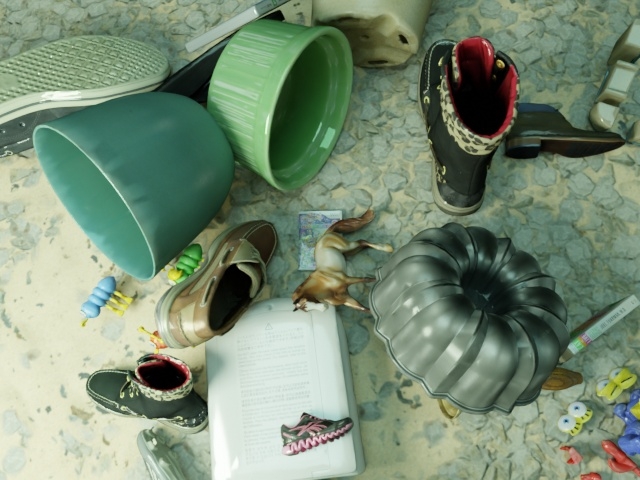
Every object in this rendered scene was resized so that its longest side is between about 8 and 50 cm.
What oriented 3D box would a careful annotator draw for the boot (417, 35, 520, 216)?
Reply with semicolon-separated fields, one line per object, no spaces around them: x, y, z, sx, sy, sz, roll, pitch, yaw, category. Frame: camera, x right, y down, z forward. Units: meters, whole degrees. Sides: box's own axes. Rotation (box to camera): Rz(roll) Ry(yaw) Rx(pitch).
0.258;-0.263;0.976;0.138;0.284;0.378;0;73;5;boot

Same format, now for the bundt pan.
0.252;0.101;0.863;0.330;0.124;0.331;11;47;-12;bundt pan

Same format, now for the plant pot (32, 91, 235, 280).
-0.292;-0.116;0.926;0.293;0.293;0.235;38;56;16;plant pot

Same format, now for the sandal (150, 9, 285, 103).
-0.241;-0.327;1.131;0.445;0.167;0.107;-42;115;-14;sandal

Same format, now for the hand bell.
0.329;0.235;0.917;0.242;0.126;0.126;0;71;-8;hand bell

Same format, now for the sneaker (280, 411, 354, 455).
-0.009;0.289;0.833;0.119;0.047;0.057;-18;59;-2;sneaker

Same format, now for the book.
0.467;0.152;0.918;0.144;0.096;0.035;-35;72;-7;book

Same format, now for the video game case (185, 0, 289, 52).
-0.152;-0.461;1.110;0.212;0.023;0.193;-8;30;39;video game case

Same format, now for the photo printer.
-0.070;0.253;0.929;0.256;0.107;0.308;-9;70;3;photo printer

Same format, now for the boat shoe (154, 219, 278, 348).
-0.144;0.068;0.929;0.116;0.123;0.324;-7;31;30;boat shoe

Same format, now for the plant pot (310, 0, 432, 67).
0.114;-0.539;1.090;0.333;0.334;0.306;8;84;8;plant pot

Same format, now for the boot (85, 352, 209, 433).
-0.305;0.240;0.911;0.236;0.179;0.085;15;52;9;boot

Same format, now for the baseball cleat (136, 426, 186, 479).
-0.271;0.425;0.911;0.109;0.072;0.206;-45;68;0;baseball cleat

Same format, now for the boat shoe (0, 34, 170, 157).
-0.563;-0.298;1.142;0.500;0.156;0.187;-23;65;-15;boat shoe

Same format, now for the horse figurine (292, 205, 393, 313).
0.045;0.043;0.973;0.174;0.066;0.263;6;45;0;horse figurine

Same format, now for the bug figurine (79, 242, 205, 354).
-0.318;0.087;0.987;0.279;0.072;0.216;13;65;30;bug figurine

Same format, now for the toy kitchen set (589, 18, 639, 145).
0.642;-0.293;1.060;0.166;0.122;0.207;23;95;12;toy kitchen set

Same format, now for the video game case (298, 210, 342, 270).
0.000;0.000;1.058;0.087;0.011;0.122;-1;71;5;video game case

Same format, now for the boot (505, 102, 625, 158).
0.474;-0.222;1.051;0.219;0.082;0.106;0;74;7;boot

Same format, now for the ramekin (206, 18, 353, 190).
-0.074;-0.258;1.007;0.148;0.303;0.303;24;75;20;ramekin

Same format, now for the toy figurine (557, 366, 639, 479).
0.564;0.257;0.811;0.362;0.217;0.191;-36;72;-6;toy figurine
